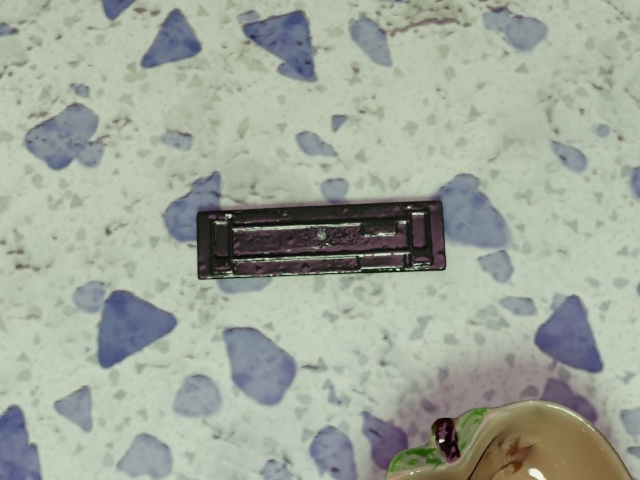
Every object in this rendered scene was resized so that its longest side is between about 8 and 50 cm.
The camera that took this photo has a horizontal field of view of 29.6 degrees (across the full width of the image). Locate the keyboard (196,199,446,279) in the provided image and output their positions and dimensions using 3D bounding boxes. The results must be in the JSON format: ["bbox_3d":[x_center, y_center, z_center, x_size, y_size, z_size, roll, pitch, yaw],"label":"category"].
[{"bbox_3d":[0.000,0.000,1.000,0.204,0.013,0.061,-2,71,0],"label":"keyboard"}]

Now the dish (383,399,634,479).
[{"bbox_3d":[0.130,0.223,0.879,0.213,0.090,0.213,0,73,0],"label":"dish"}]
